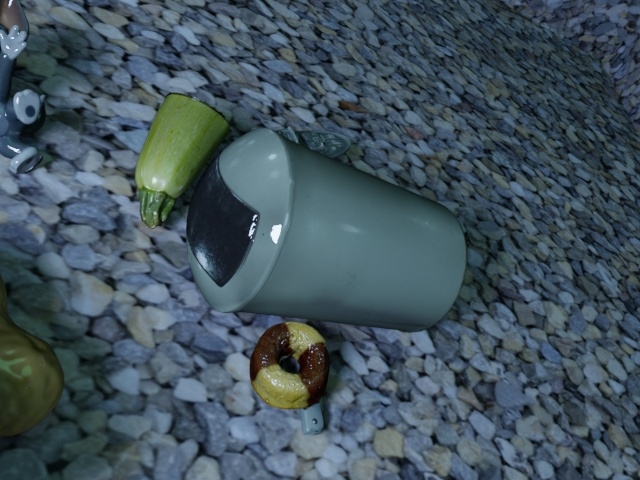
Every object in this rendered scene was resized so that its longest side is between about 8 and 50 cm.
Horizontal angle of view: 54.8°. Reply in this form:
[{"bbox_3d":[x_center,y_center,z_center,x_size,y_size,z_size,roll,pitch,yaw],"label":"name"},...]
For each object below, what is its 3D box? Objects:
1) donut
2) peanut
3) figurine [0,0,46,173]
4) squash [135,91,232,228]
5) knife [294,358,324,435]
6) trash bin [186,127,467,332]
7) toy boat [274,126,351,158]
[{"bbox_3d":[-0.043,0.188,0.956,0.140,0.059,0.140,6,51,-7],"label":"donut"},{"bbox_3d":[-0.429,0.090,0.719,0.319,0.147,0.147,41,43,2],"label":"peanut"},{"bbox_3d":[-0.488,-0.243,0.933,0.265,0.193,0.140,54,13,-15],"label":"figurine"},{"bbox_3d":[-0.254,-0.149,1.046,0.137,0.137,0.287,31,46,-11],"label":"squash"},{"bbox_3d":[-0.016,0.230,0.985,0.044,0.023,0.162,11,51,-25],"label":"knife"},{"bbox_3d":[0.000,0.000,0.996,0.432,0.280,0.280,15,49,-32],"label":"trash bin"},{"bbox_3d":[-0.033,-0.195,1.267,0.260,0.085,0.078,-12,64,-41],"label":"toy boat"}]
